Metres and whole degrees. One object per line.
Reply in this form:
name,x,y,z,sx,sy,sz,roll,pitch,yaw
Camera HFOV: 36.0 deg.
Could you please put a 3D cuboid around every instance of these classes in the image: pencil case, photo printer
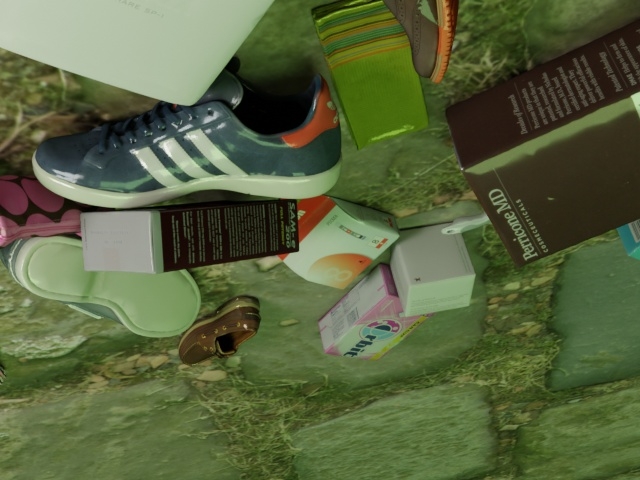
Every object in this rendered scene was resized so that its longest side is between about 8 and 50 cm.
pencil case,-0.327,-0.031,1.133,0.095,0.098,0.209,-54,160,25
photo printer,-0.150,-0.276,0.895,0.256,0.107,0.307,16,137,-33

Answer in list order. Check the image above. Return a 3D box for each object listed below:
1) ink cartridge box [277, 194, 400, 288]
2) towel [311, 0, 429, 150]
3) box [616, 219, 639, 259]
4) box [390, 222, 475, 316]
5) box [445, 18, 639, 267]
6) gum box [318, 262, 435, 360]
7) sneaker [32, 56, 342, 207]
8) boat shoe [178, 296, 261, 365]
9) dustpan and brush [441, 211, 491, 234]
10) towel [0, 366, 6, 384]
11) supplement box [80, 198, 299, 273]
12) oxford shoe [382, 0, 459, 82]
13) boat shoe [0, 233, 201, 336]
ink cartridge box,0.000,0.000,1.386,0.179,0.045,0.145,12,138,-34
towel,0.065,-0.193,1.151,0.102,0.021,0.237,-15,145,6
box,0.582,0.004,1.544,0.244,0.060,0.100,17,136,-34
box,0.162,0.042,1.440,0.102,0.101,0.087,-10,145,-5
box,0.365,-0.137,1.184,0.382,0.143,0.191,-24,128,18
gum box,0.089,0.121,1.563,0.107,0.062,0.188,14,138,-32
sneaker,-0.149,-0.131,1.106,0.350,0.131,0.148,-4,128,-7
boat shoe,-0.161,0.154,1.539,0.064,0.060,0.178,24,132,-40
dustpan and brush,0.267,-0.050,1.376,0.211,0.060,0.147,-10,145,-3
towel,-0.597,0.193,1.501,0.197,0.029,0.144,-9,145,0
supplement box,-0.151,-0.009,1.184,0.130,0.073,0.239,1,-174,41
oxford shoe,0.090,-0.272,1.004,0.098,0.096,0.271,1,140,12
boat shoe,-0.296,0.051,1.355,0.099,0.116,0.319,18,176,41
